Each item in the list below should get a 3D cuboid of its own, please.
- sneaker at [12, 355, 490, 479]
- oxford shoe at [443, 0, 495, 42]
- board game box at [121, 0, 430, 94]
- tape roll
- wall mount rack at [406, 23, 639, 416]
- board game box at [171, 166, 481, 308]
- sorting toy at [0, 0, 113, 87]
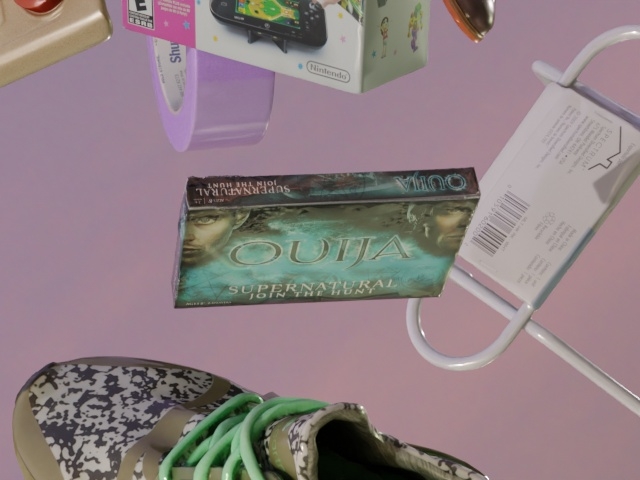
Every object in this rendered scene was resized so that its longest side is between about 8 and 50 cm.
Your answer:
[{"bbox_3d":[-0.006,0.129,0.842,0.158,0.410,0.182,-47,-34,-36],"label":"sneaker"},{"bbox_3d":[0.190,-0.363,1.849,0.098,0.271,0.097,-19,-30,31],"label":"oxford shoe"},{"bbox_3d":[-0.031,-0.275,1.050,0.097,0.224,0.303,-29,-51,-48],"label":"board game box"},{"bbox_3d":[-0.127,-0.238,1.723,0.090,0.275,0.275,-6,-53,-16],"label":"tape roll"},{"bbox_3d":[0.251,0.002,1.350,0.350,0.304,0.130,-54,-34,2],"label":"wall mount rack"},{"bbox_3d":[0.000,0.000,1.005,0.186,0.026,0.126,-3,-32,-11],"label":"board game box"},{"bbox_3d":[-0.354,-0.259,1.537,0.307,0.229,0.041,-19,-10,26],"label":"sorting toy"}]
